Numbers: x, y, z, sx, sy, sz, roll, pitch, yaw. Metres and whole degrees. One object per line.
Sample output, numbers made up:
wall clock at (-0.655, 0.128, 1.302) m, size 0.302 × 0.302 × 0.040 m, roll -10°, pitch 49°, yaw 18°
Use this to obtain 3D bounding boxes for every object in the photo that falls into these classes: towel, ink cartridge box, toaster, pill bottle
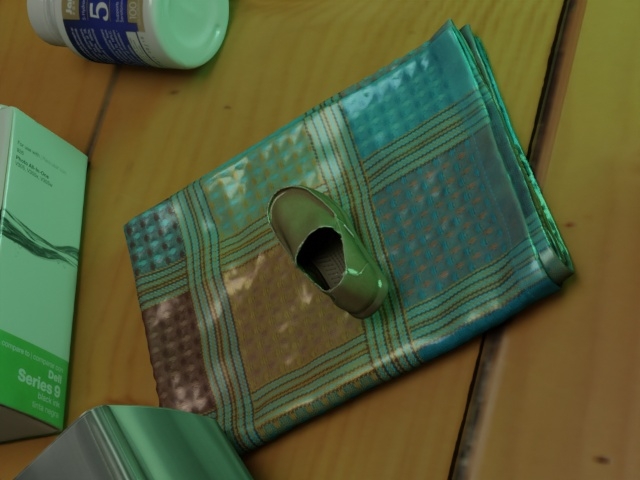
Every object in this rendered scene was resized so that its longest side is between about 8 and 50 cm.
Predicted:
towel at (0.003, 0.007, 1.061) m, size 0.370 × 0.040 × 0.271 m, roll -29°, pitch 55°, yaw 18°
ink cartridge box at (-0.343, 0.042, 1.211) m, size 0.211 × 0.121 × 0.289 m, roll -13°, pitch 62°, yaw 27°
toaster at (-0.140, 0.212, 0.954) m, size 0.186 × 0.168 × 0.110 m, roll -43°, pitch 61°, yaw 17°
pill bottle at (-0.193, -0.227, 1.251) m, size 0.187 × 0.112 × 0.112 m, roll 9°, pitch 73°, yaw 35°

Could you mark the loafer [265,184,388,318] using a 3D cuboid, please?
loafer at (0.000, 0.000, 1.011) m, size 0.056 × 0.050 × 0.148 m, roll -48°, pitch 51°, yaw 6°
